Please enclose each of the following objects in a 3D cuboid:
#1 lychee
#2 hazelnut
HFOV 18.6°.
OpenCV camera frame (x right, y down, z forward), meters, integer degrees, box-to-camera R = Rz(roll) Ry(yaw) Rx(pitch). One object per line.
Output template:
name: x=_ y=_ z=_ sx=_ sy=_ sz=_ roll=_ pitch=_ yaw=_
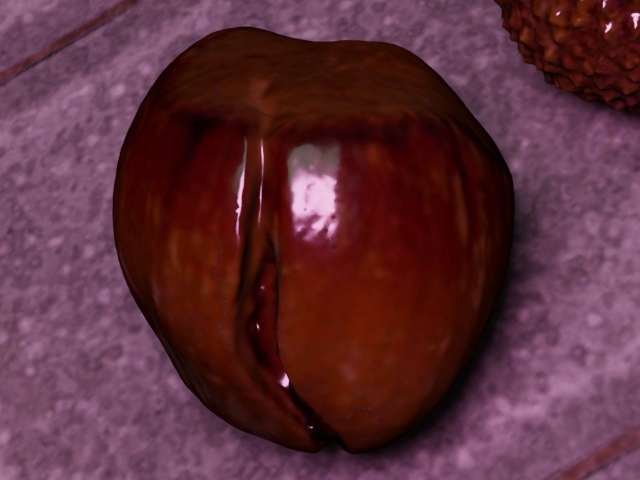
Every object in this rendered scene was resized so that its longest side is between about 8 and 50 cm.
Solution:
lychee: x=0.178 y=-0.163 z=1.068 sx=0.188 sy=0.188 sz=0.188 roll=-11 pitch=55 yaw=15
hazelnut: x=0.000 y=0.000 z=1.031 sx=0.218 sy=0.218 sz=0.234 roll=-40 pitch=33 yaw=-7
